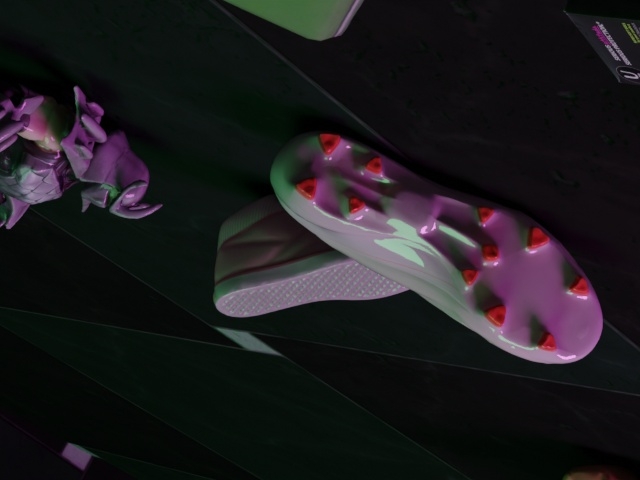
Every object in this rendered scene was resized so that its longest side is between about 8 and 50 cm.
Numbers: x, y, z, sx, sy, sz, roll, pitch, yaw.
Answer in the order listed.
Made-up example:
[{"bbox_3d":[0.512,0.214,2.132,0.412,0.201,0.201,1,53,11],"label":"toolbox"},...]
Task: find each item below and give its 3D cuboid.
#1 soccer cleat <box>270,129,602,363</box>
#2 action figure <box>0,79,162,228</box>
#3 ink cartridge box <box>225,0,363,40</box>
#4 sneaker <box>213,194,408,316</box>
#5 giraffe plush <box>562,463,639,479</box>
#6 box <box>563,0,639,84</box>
[{"bbox_3d":[0.062,0.002,1.015,0.196,0.068,0.076,31,169,-1],"label":"soccer cleat"},{"bbox_3d":[-0.229,-0.065,1.144,0.285,0.099,0.185,19,155,2],"label":"action figure"},{"bbox_3d":[-0.032,-0.183,0.336,0.201,0.117,0.278,24,152,-6],"label":"ink cartridge box"},{"bbox_3d":[0.000,0.000,1.134,0.134,0.070,0.051,-10,147,8],"label":"sneaker"},{"bbox_3d":[0.262,0.275,1.466,0.170,0.210,0.181,6,-144,-50],"label":"giraffe plush"},{"bbox_3d":[0.134,-0.084,0.621,0.083,0.062,0.052,11,162,35],"label":"box"}]
